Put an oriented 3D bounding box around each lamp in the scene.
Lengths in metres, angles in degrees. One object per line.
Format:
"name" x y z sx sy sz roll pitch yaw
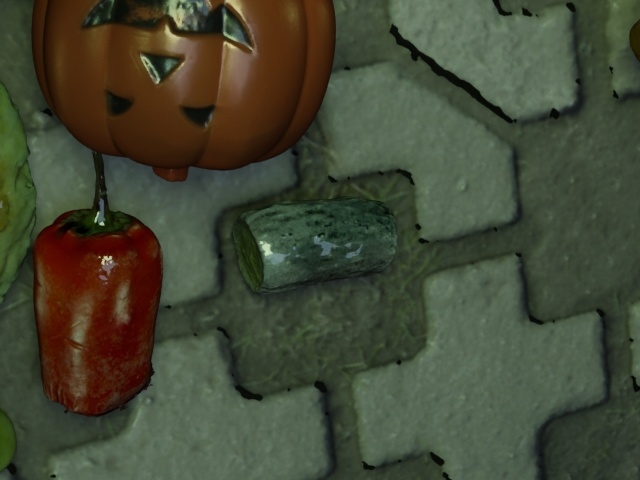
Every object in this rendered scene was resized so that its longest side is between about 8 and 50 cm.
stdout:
"lamp" -0.086 -0.115 0.997 0.187 0.187 0.164 0 109 -20

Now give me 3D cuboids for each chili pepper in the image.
"chili pepper" -0.147 0.019 1.071 0.084 0.086 0.192 5 117 2

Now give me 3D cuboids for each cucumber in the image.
"cucumber" -0.002 0.001 1.136 0.112 0.064 0.064 -9 110 -20

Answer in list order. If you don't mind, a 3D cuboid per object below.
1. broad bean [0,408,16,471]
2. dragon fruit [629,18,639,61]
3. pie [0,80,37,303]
"broad bean" -0.247 0.136 1.098 0.083 0.045 0.063 9 105 -30
"dragon fruit" 0.345 -0.169 1.103 0.262 0.314 0.296 -6 110 1
"pie" -0.322 -0.036 0.986 0.306 0.071 0.306 -11 119 -21
